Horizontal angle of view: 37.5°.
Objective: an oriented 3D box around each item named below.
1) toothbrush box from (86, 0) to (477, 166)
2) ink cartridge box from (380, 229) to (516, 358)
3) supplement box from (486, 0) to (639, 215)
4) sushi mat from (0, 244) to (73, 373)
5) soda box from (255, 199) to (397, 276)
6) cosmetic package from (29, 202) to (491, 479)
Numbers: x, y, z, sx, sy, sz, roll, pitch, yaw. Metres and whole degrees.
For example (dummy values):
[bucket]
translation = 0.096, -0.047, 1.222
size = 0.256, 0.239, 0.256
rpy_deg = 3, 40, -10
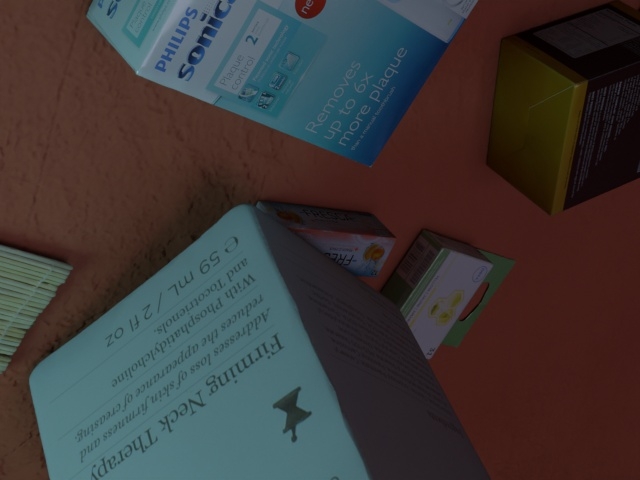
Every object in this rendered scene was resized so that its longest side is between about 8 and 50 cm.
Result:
[toothbrush box]
translation = -0.024, -0.220, 0.857
size = 0.296, 0.126, 0.216
rpy_deg = 18, 111, -44
[ink cartridge box]
translation = 0.183, 0.087, 1.335
size = 0.235, 0.056, 0.171
rpy_deg = 17, 112, -43
[supplement box]
translation = 0.332, -0.167, 1.179
size = 0.194, 0.129, 0.191
rpy_deg = -22, 135, -22
[sushi mat]
translation = -0.395, 0.045, 0.867
size = 0.317, 0.019, 0.151
rpy_deg = 21, 108, -46
[soda box]
translation = 0.000, 0.000, 1.111
size = 0.183, 0.058, 0.063
rpy_deg = 6, 120, -40
[cosmetic package]
translation = -0.043, 0.246, 0.983
size = 0.329, 0.393, 0.327
rpy_deg = -38, 141, 13
